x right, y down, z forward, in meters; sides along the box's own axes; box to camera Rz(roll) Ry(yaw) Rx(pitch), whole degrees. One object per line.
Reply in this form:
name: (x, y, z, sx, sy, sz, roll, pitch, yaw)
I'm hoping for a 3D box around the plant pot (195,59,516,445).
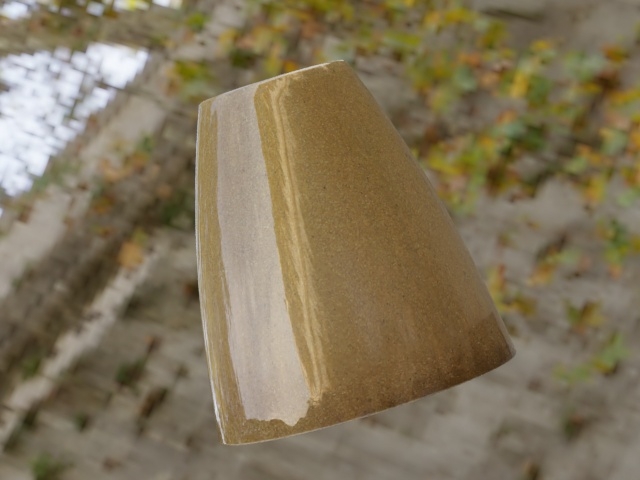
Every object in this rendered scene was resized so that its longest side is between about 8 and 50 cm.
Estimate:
plant pot: (0.000, 0.000, 1.485, 0.237, 0.237, 0.254, -21, -85, -53)
